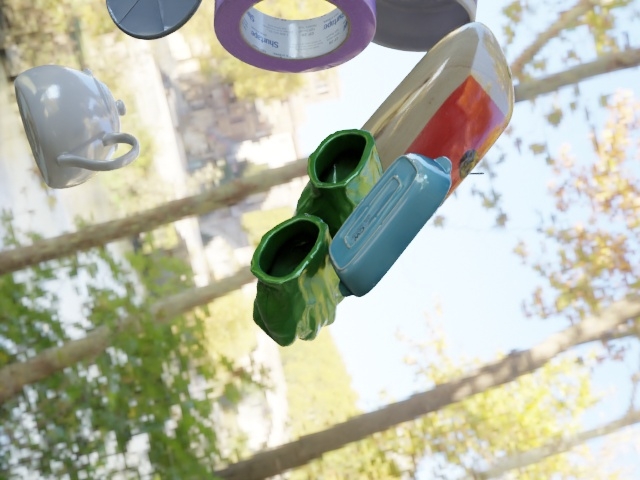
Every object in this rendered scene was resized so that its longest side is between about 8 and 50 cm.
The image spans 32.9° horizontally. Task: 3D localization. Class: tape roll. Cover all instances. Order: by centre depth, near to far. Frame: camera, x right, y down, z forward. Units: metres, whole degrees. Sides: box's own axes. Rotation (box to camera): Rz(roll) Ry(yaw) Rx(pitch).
[{"bbox_3d":[-0.044,-0.396,1.841,0.275,0.275,0.090,91,-1,-66],"label":"tape roll"}]

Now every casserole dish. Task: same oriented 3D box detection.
[{"bbox_3d":[0.068,-0.022,1.172,0.037,0.188,0.114,33,11,-21],"label":"casserole dish"}]

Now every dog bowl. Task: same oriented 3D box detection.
[{"bbox_3d":[0.175,-0.476,2.109,0.265,0.265,0.104,97,3,-72],"label":"dog bowl"}]

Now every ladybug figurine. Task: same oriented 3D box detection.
[{"bbox_3d":[0.129,-0.119,1.601,0.162,0.449,0.305,41,0,0],"label":"ladybug figurine"}]

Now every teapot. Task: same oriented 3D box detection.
[{"bbox_3d":[-0.458,-0.225,2.055,0.252,0.187,0.256,151,-79,-72],"label":"teapot"}]

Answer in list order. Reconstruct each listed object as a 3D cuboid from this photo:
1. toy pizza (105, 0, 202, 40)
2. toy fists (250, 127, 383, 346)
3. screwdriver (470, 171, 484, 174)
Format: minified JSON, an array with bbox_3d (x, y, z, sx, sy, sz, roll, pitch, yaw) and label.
[{"bbox_3d":[-0.273,-0.432,1.822,0.032,0.201,0.201,19,53,-65],"label":"toy pizza"},{"bbox_3d":[0.000,0.000,1.294,0.279,0.096,0.142,-62,149,-35],"label":"toy fists"},{"bbox_3d":[0.222,-0.118,1.916,0.170,0.025,0.024,-1,-68,40],"label":"screwdriver"}]
